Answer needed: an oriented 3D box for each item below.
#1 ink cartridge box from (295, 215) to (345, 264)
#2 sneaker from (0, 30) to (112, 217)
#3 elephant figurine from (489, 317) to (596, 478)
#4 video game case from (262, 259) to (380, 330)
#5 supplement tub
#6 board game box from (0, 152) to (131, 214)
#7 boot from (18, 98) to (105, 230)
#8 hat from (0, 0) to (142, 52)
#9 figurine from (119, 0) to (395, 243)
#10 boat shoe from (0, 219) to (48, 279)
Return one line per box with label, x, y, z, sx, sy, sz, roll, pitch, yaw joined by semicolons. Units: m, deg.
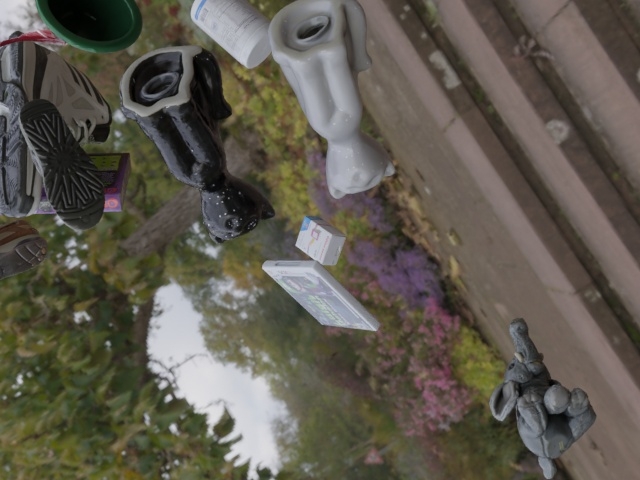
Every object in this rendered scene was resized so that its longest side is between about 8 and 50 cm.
ink cartridge box;0.000;0.000;1.929;0.052;0.089;0.122;3;-158;-42
sneaker;-0.554;-0.227;1.589;0.257;0.169;0.448;20;-131;-43
elephant figurine;0.425;0.306;1.492;0.169;0.186;0.239;48;-179;-25
video game case;-0.001;0.103;1.405;0.190;0.022;0.173;45;155;-26
supplement tub;-0.116;-0.293;1.009;0.107;0.071;0.071;42;-178;6
board game box;-0.600;-0.127;1.626;0.208;0.346;0.056;-103;13;-61
boot;-0.355;-0.090;1.019;0.208;0.076;0.190;-23;87;66
hat;-0.438;-0.366;1.342;0.208;0.173;0.183;45;143;1
figurine;-0.040;-0.093;0.681;0.209;0.214;0.092;68;-175;-49
boat shoe;-0.809;0.046;1.732;0.116;0.324;0.123;51;146;25
